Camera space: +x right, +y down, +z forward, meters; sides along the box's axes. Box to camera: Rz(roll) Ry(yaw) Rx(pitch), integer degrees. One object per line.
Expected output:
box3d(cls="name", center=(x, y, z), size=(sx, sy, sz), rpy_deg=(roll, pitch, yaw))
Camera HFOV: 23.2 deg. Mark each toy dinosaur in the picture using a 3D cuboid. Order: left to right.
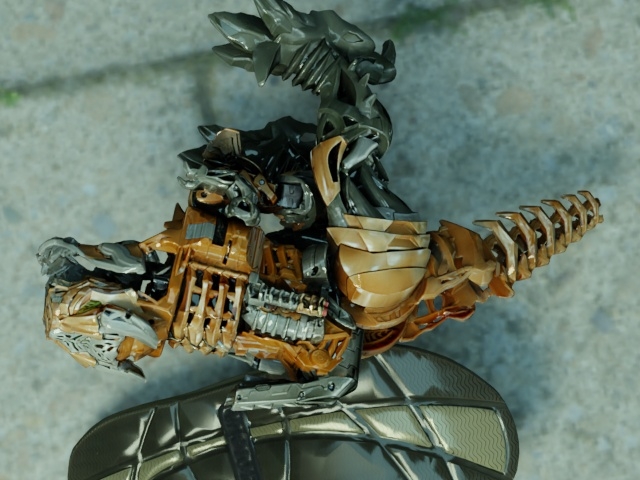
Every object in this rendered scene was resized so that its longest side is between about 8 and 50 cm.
box3d(cls="toy dinosaur", center=(0.000, 0.000, 0.890), size=(0.322, 0.164, 0.218), rpy_deg=(9, 50, -36))

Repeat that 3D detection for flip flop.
box3d(cls="flip flop", center=(-0.017, 0.128, 0.946), size=(0.277, 0.080, 0.112), rpy_deg=(-13, 86, 16))
